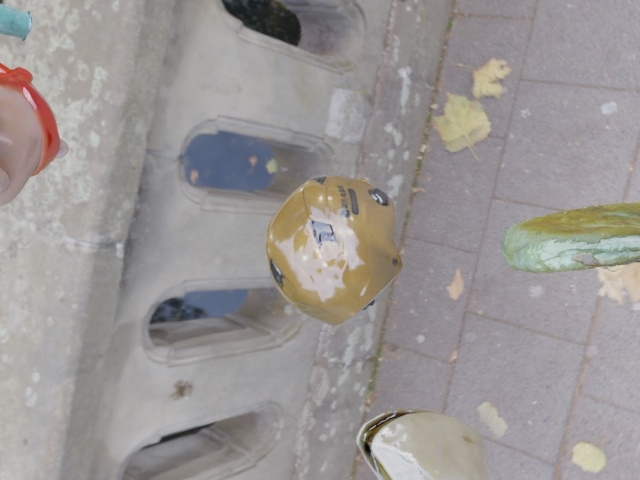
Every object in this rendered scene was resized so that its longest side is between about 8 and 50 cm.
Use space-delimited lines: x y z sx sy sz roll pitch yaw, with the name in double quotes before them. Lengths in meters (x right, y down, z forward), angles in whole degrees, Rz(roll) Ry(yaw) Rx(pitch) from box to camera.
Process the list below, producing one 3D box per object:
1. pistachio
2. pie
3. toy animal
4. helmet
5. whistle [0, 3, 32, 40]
"pistachio" 0.157 0.328 0.960 0.138 0.238 0.153 -7 61 60
"pie" 0.413 -0.005 0.909 0.323 0.323 0.070 -3 98 34
"toy animal" -0.380 -0.128 0.708 0.172 0.198 0.171 0 91 6
"helmet" 0.000 0.000 0.889 0.198 0.130 0.224 -39 49 28
"whistle" -0.433 -0.273 0.754 0.039 0.186 0.039 -5 83 44
